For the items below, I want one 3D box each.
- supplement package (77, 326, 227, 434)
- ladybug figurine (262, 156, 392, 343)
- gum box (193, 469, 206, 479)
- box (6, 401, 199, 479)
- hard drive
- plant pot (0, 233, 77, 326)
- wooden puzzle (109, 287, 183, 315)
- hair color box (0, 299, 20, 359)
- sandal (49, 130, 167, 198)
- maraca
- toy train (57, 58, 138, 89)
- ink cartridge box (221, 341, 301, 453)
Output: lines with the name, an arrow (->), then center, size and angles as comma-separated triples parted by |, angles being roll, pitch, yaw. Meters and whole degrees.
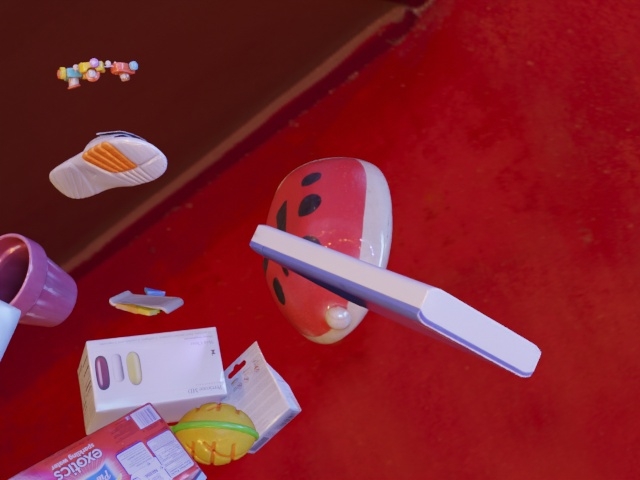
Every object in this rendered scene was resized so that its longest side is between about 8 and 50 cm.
supplement package -> -0.346, 0.288, 1.946 | 0.204, 0.261, 0.145 | 127, 134, -60
ladybug figurine -> 0.000, 0.000, 1.737 | 0.305, 0.162, 0.449 | -56, 22, 24
gum box -> -0.358, 0.530, 2.034 | 0.184, 0.157, 0.041 | 10, 141, 38
box -> -0.313, 0.352, 1.316 | 0.128, 0.257, 0.123 | 48, 136, 17
hard drive -> 0.081, 0.068, 1.145 | 0.318, 0.210, 0.040 | 20, 83, 51
plant pot -> -0.654, 0.106, 2.137 | 0.201, 0.180, 0.201 | -14, 62, 28
wooden puzzle -> -0.207, 0.075, 1.134 | 0.078, 0.116, 0.014 | 9, 98, 15
hair color box -> -0.530, 0.049, 0.993 | 0.185, 0.374, 0.114 | -12, 53, 49
sandal -> -0.369, -0.144, 1.656 | 0.265, 0.076, 0.102 | -11, 133, 36
maraca -> -0.190, 0.319, 1.572 | 0.185, 0.127, 0.099 | -8, 59, 24
toy train -> -0.482, -0.352, 2.053 | 0.166, 0.125, 0.046 | -8, 87, 24
ink cartridge box -> -0.134, 0.321, 1.954 | 0.145, 0.045, 0.179 | -44, 50, 16
